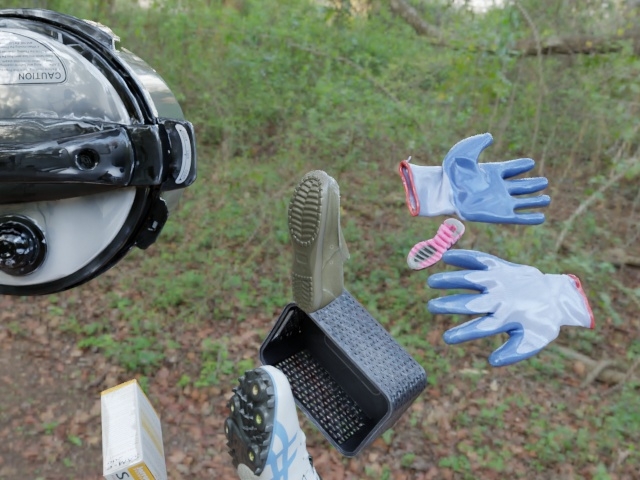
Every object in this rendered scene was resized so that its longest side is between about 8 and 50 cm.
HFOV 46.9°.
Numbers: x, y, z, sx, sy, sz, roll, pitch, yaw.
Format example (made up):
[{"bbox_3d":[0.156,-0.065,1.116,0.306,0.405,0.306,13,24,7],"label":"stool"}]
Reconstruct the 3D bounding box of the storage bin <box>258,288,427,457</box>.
[{"bbox_3d":[0.025,0.156,0.909,0.180,0.122,0.084,45,37,18],"label":"storage bin"}]

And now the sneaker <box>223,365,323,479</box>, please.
[{"bbox_3d":[-0.033,0.209,0.665,0.086,0.237,0.085,-15,29,-24],"label":"sneaker"}]

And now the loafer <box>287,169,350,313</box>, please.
[{"bbox_3d":[0.000,0.000,0.754,0.050,0.147,0.056,-9,23,-39],"label":"loafer"}]

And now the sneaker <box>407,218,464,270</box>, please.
[{"bbox_3d":[0.195,0.016,1.246,0.119,0.057,0.047,-37,68,-16],"label":"sneaker"}]

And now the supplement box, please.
[{"bbox_3d":[-0.166,0.182,0.657,0.036,0.062,0.098,-21,36,-4],"label":"supplement box"}]

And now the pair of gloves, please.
[{"bbox_3d":[0.138,0.001,0.588,0.159,0.198,0.023,-2,-24,-32],"label":"pair of gloves"}]

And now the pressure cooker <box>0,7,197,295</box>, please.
[{"bbox_3d":[-0.375,-0.116,1.015,0.375,0.370,0.420,44,6,-8],"label":"pressure cooker"}]
